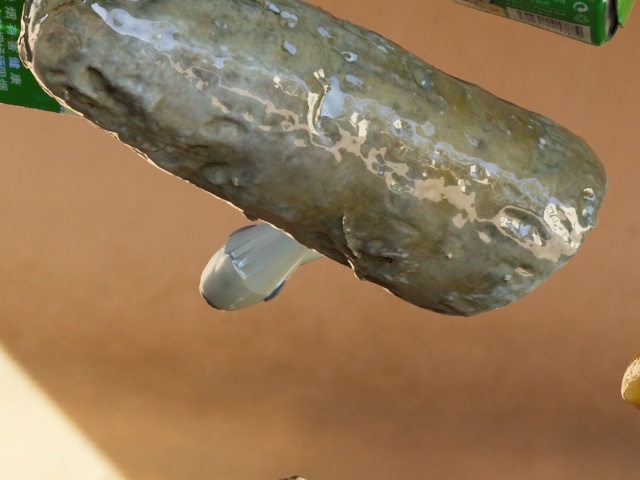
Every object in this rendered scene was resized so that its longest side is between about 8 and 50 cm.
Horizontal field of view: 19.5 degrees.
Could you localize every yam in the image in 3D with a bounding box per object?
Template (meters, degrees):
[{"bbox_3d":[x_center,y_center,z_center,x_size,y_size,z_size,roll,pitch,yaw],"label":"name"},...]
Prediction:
[{"bbox_3d":[-0.008,-0.061,1.001,0.330,0.133,0.133,24,-2,-26],"label":"yam"}]

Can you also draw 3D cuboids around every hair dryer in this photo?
[{"bbox_3d":[0.004,-0.006,1.622,0.199,0.067,0.167,-19,-12,-37],"label":"hair dryer"}]

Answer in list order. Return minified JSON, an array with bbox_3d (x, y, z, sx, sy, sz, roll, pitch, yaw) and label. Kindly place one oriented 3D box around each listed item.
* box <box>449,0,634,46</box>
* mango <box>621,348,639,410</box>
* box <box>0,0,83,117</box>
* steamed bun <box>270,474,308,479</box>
[{"bbox_3d":[0.192,-0.296,1.769,0.250,0.180,0.103,19,-26,16],"label":"box"},{"bbox_3d":[0.365,0.097,1.644,0.217,0.102,0.141,-24,14,23],"label":"mango"},{"bbox_3d":[-0.188,-0.166,1.569,0.235,0.132,0.034,11,28,20],"label":"box"},{"bbox_3d":[-0.007,0.303,1.601,0.177,0.106,0.192,8,48,-60],"label":"steamed bun"}]
